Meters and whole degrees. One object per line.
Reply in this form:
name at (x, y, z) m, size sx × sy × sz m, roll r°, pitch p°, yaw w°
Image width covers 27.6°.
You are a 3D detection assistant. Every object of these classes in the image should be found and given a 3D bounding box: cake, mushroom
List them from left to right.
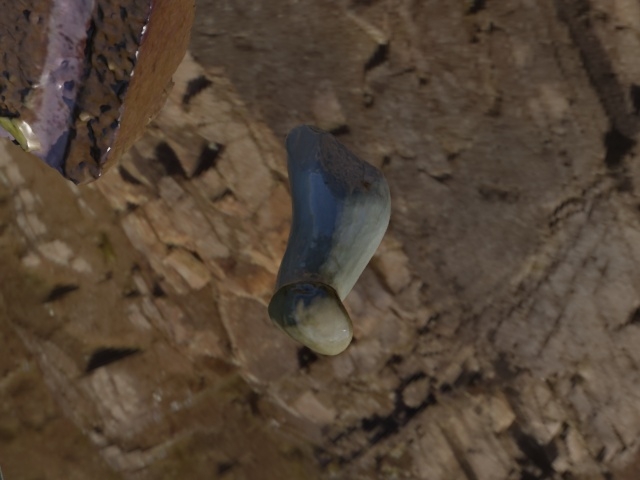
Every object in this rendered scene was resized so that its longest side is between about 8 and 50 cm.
cake at (-0.121, -0.138, 0.635) m, size 0.116 × 0.295 × 0.113 m, roll 22°, pitch 57°, yaw 2°
mushroom at (0.000, 0.000, 1.623) m, size 0.159 × 0.329 × 0.122 m, roll 18°, pitch 134°, yaw -4°

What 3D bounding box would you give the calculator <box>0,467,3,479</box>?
calculator at (-0.304, 0.121, 0.874) m, size 0.040 × 0.177 × 0.268 m, roll -13°, pitch 108°, yaw 31°
